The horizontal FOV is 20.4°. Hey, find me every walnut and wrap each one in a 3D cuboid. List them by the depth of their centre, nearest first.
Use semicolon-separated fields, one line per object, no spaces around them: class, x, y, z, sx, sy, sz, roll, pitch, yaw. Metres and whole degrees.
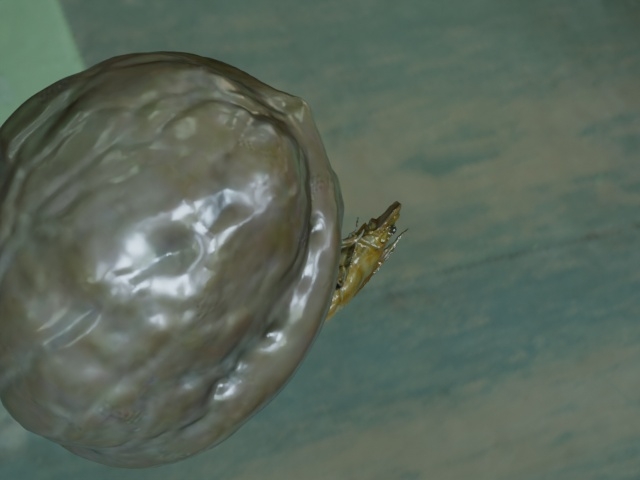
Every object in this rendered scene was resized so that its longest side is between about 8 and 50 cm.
walnut;-0.089;0.004;0.904;0.224;0.224;0.224;9;56;-14

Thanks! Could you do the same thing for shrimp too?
shrimp;-0.004;0.002;1.245;0.095;0.045;0.162;49;55;1
